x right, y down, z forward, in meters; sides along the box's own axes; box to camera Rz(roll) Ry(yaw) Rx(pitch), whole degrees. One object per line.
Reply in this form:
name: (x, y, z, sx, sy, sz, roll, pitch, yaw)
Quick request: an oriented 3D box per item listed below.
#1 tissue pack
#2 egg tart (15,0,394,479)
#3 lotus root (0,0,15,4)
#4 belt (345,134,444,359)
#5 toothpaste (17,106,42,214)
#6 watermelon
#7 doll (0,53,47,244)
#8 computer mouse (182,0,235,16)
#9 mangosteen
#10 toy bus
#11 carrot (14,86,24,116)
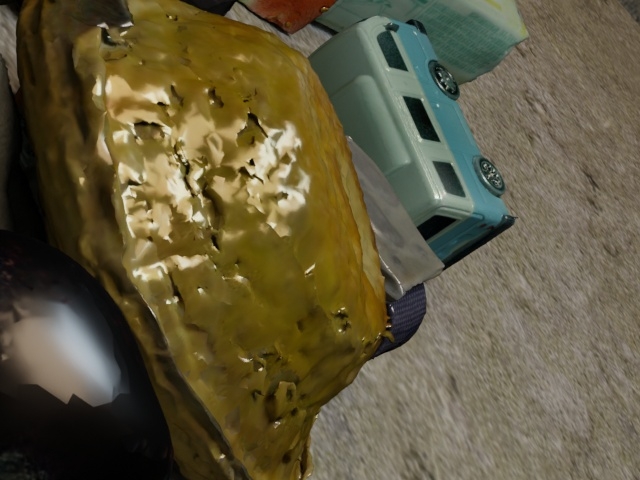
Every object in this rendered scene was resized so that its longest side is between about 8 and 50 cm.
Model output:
tissue pack: (0.076, -0.378, 2.234, 0.388, 0.162, 0.287, 19, 45, -55)
egg tart: (-0.063, -0.015, 1.310, 0.443, 0.178, 0.443, -19, 90, -81)
lotus root: (-0.281, -0.303, 1.413, 0.152, 0.160, 0.275, 38, 27, -47)
belt: (0.000, 0.000, 1.574, 0.231, 0.139, 0.126, 60, 22, 8)
toothpaste: (-0.256, -0.111, 1.355, 0.218, 0.041, 0.064, 60, 15, 20)
watermelon: (-0.026, -0.276, 1.989, 0.125, 0.135, 0.094, -57, 147, -69)
doll: (-0.281, -0.094, 1.183, 0.246, 0.158, 0.340, -71, 151, -73)
computer mouse: (-0.117, -0.277, 1.847, 0.099, 0.057, 0.172, 54, 34, -7)
mangosteen: (-0.204, 0.086, 0.958, 0.243, 0.243, 0.243, 43, 25, -26)
toy bus: (0.076, -0.111, 1.897, 0.164, 0.133, 0.271, 12, 49, -53)
carrot: (-0.224, -0.123, 1.446, 0.035, 0.035, 0.142, 51, 30, -9)
